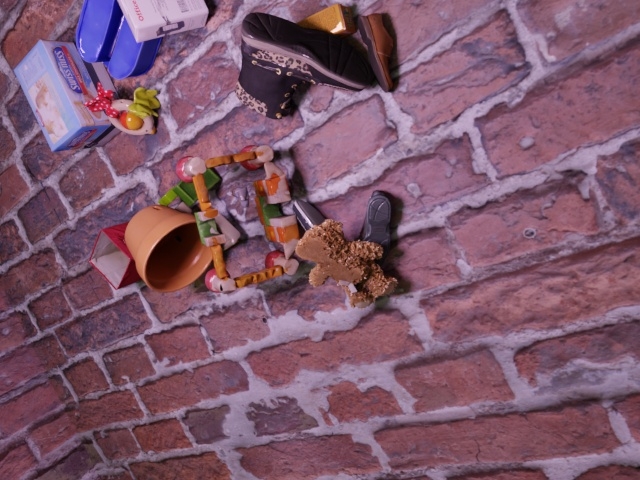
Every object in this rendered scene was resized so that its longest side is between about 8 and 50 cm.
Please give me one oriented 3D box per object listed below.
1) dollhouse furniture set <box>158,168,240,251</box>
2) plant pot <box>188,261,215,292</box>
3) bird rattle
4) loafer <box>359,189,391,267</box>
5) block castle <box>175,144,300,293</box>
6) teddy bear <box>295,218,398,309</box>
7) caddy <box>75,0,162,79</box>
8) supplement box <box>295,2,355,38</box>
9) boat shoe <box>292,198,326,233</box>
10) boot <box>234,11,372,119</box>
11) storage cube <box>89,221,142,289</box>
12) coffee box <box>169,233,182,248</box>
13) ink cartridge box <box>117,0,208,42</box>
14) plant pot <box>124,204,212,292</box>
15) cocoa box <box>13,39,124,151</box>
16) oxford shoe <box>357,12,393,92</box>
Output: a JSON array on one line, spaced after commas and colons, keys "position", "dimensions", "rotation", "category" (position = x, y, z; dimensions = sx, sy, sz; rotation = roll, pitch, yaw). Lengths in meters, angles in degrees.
[{"position": [-0.416, -0.109, 1.770], "dimensions": [0.301, 0.151, 0.198], "rotation": [47, 142, -15], "category": "dollhouse furniture set"}, {"position": [-0.467, 0.145, 1.860], "dimensions": [0.109, 0.096, 0.108], "rotation": [-36, 87, 32], "category": "plant pot"}, {"position": [-0.712, -0.460, 1.745], "dimensions": [0.254, 0.142, 0.206], "rotation": [-4, 147, -1], "category": "bird rattle"}, {"position": [0.168, -0.027, 1.472], "dimensions": [0.096, 0.084, 0.267], "rotation": [5, 118, -4], "category": "loafer"}, {"position": [-0.262, -0.073, 1.543], "dimensions": [0.213, 0.303, 0.452], "rotation": [8, 112, 65], "category": "block castle"}, {"position": [0.080, 0.074, 1.443], "dimensions": [0.338, 0.113, 0.245], "rotation": [30, 128, -9], "category": "teddy bear"}, {"position": [-0.688, -0.732, 1.662], "dimensions": [0.242, 0.179, 0.341], "rotation": [31, 120, -8], "category": "caddy"}, {"position": [-0.020, -0.601, 1.383], "dimensions": [0.234, 0.078, 0.080], "rotation": [-13, 99, 32], "category": "supplement box"}, {"position": [0.000, 0.000, 1.542], "dimensions": [0.091, 0.114, 0.302], "rotation": [-43, 82, 26], "category": "boat shoe"}, {"position": [-0.068, -0.471, 1.393], "dimensions": [0.378, 0.138, 0.284], "rotation": [15, 153, -14], "category": "boot"}, {"position": [-0.787, 0.053, 1.953], "dimensions": [0.184, 0.193, 0.215], "rotation": [42, 120, 12], "category": "storage cube"}, {"position": [-0.528, 0.001, 1.838], "dimensions": [0.184, 0.113, 0.040], "rotation": [44, 93, 10], "category": "coffee box"}, {"position": [-0.503, -0.751, 1.506], "dimensions": [0.171, 0.237, 0.100], "rotation": [66, 158, -3], "category": "ink cartridge box"}, {"position": [-0.536, 0.007, 1.654], "dimensions": [0.204, 0.291, 0.290], "rotation": [35, 120, 27], "category": "plant pot"}, {"position": [-0.951, -0.550, 1.832], "dimensions": [0.232, 0.228, 0.346], "rotation": [-21, 94, 33], "category": "cocoa box"}, {"position": [0.171, -0.517, 1.312], "dimensions": [0.076, 0.076, 0.212], "rotation": [-21, 109, -7], "category": "oxford shoe"}]
